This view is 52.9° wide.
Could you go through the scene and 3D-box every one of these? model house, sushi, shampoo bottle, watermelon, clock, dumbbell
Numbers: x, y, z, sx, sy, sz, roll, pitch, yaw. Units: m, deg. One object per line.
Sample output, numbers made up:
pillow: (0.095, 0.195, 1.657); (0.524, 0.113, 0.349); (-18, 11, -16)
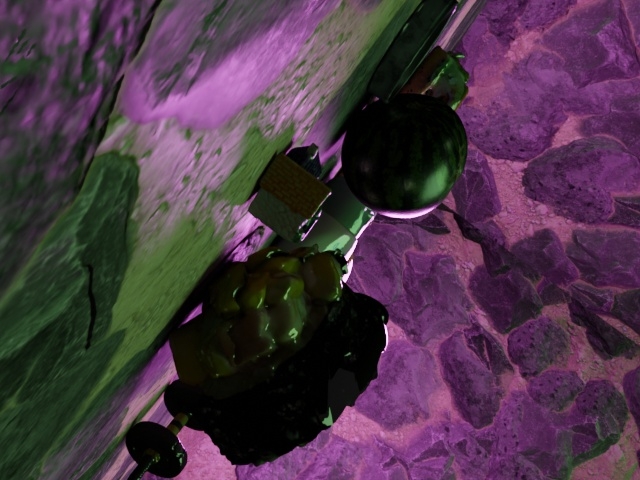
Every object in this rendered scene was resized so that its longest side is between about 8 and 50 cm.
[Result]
model house: (-0.026, -0.071, 0.845); (0.100, 0.088, 0.100); (-54, -178, 43)
sushi: (-0.094, 0.165, 1.068); (0.329, 0.285, 0.328); (-24, -164, 47)
shampoo bottle: (0.000, 0.000, 1.566); (0.349, 0.151, 0.222); (-54, 147, -7)
watermelon: (0.170, -0.174, 1.309); (0.269, 0.269, 0.269); (-54, 178, -3)
clock: (0.169, -0.353, 1.172); (0.226, 0.049, 0.226); (-55, 179, -2)
dumbbell: (-0.325, 0.417, 1.438); (0.143, 0.143, 0.325); (-55, 178, 37)

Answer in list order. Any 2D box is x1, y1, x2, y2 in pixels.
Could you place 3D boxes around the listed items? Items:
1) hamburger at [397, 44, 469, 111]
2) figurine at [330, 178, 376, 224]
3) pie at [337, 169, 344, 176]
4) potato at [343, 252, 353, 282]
hamburger: (0.330, -0.430, 1.882); (0.288, 0.168, 0.192); (-54, 179, 8)
figurine: (0.077, -0.089, 1.745); (0.208, 0.184, 0.128); (34, 70, -63)
pie: (0.052, -0.154, 1.918); (0.195, 0.046, 0.195); (-55, 178, -3)
potato: (-0.012, 0.058, 1.812); (0.216, 0.216, 0.304); (-54, 175, 14)
